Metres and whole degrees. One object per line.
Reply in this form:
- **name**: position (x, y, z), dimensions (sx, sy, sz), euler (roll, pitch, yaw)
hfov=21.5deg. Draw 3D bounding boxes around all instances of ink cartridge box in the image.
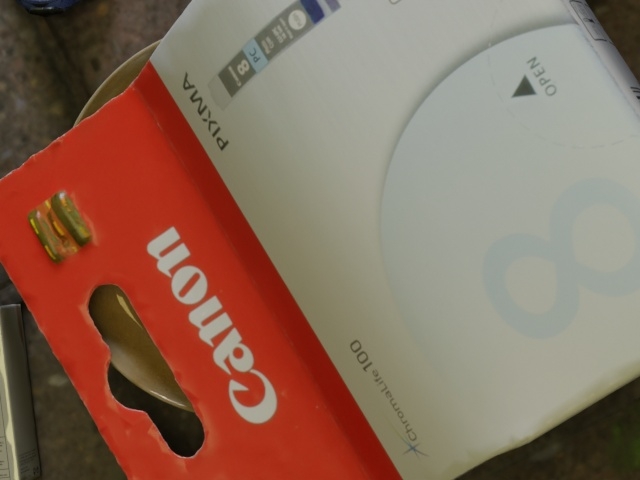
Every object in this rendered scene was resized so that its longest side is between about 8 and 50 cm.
- **ink cartridge box**: position (0.000, 0.000, 0.940), dimensions (0.385, 0.091, 0.308), euler (-34, 82, 15)

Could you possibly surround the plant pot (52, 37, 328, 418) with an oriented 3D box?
- **plant pot**: position (-0.050, -0.012, 1.019), dimensions (0.236, 0.032, 0.236), euler (1, 92, 18)

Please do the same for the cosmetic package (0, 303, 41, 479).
- **cosmetic package**: position (-0.218, 0.100, 1.079), dimensions (0.060, 0.041, 0.115), euler (-5, 90, 11)

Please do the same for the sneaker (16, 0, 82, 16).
- **sneaker**: position (-0.180, -0.249, 1.041), dimensions (0.083, 0.087, 0.221), euler (-4, 90, 11)
